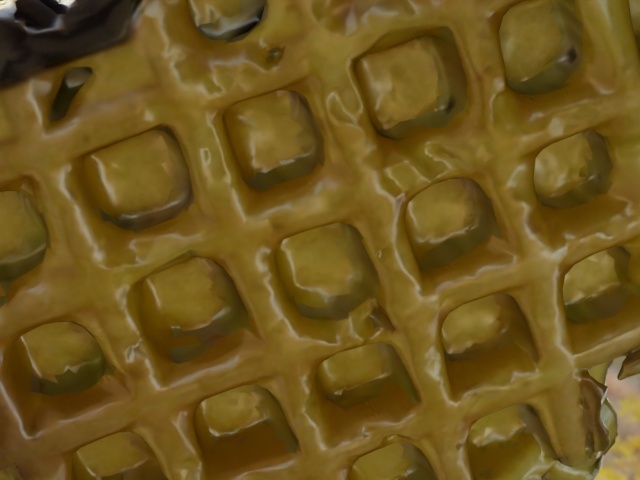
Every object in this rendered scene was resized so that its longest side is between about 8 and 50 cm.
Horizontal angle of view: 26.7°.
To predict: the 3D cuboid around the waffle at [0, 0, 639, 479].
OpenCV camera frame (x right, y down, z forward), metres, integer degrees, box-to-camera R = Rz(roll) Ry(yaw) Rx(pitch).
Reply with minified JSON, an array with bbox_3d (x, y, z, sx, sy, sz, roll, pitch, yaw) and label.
[{"bbox_3d":[0.001,0.002,0.449,0.307,0.312,0.060,34,14,-27],"label":"waffle"}]
